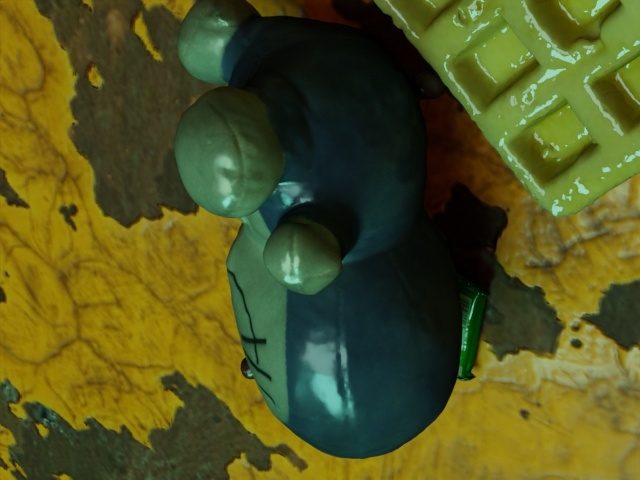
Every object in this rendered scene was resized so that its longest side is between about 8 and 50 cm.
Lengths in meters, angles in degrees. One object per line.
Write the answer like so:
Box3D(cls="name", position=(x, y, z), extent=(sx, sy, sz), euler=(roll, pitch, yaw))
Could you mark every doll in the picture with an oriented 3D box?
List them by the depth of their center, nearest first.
Box3D(cls="doll", position=(0.000, 0.000, 1.026), extent=(0.154, 0.228, 0.258), euler=(-6, 119, -4))

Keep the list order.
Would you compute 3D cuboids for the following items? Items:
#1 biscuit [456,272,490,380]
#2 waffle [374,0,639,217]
Box3D(cls="biscuit", position=(0.082, 0.051, 1.112), extent=(0.046, 0.016, 0.089), euler=(26, 133, 24))
Box3D(cls="waffle", position=(0.125, -0.151, 0.897), extent=(0.248, 0.055, 0.221), euler=(51, 138, -3))
